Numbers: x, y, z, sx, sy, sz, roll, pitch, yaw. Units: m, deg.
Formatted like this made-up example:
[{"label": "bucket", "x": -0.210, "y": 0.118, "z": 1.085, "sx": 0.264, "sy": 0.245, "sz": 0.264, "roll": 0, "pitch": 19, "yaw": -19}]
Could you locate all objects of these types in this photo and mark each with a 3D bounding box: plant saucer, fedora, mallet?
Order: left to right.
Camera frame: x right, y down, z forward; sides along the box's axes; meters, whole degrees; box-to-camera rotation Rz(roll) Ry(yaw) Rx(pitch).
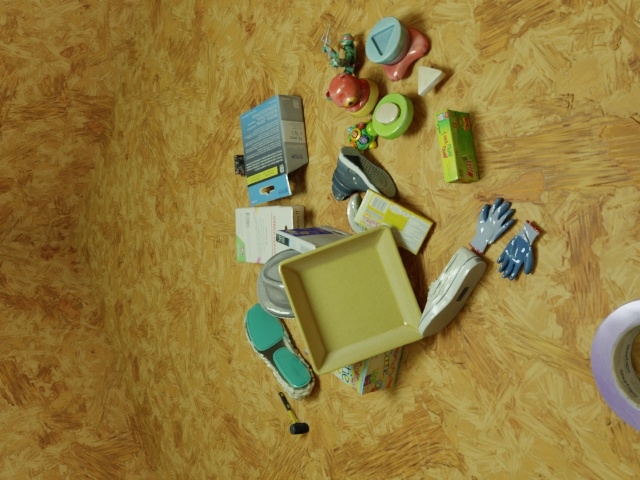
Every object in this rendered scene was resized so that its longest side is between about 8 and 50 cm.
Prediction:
[{"label": "mallet", "x": -0.116, "y": 0.623, "z": 2.122, "sx": 0.190, "sy": 0.062, "sz": 0.039, "roll": 46, "pitch": 124, "yaw": 39}, {"label": "fedora", "x": -0.088, "y": 0.113, "z": 1.838, "sx": 0.275, "sy": 0.124, "sz": 0.244, "roll": -1, "pitch": 65, "yaw": 14}, {"label": "plant saucer", "x": 0.088, "y": 0.164, "z": 1.651, "sx": 0.081, "sy": 0.332, "sz": 0.333, "roll": 87, "pitch": 163, "yaw": -86}]

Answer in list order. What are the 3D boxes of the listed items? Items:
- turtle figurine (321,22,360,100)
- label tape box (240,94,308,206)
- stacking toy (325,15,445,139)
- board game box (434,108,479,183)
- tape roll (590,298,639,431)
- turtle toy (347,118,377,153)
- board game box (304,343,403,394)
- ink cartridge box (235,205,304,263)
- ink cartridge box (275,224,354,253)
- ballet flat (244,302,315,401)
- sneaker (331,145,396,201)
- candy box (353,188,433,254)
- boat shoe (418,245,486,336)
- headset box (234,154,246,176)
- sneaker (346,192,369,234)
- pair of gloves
[{"label": "turtle figurine", "x": 0.062, "y": -0.548, "z": 1.815, "sx": 0.175, "sy": 0.118, "sz": 0.234, "roll": -99, "pitch": 9, "yaw": -67}, {"label": "label tape box", "x": -0.164, "y": -0.314, "z": 2.105, "sx": 0.249, "sy": 0.115, "sz": 0.348, "roll": -11, "pitch": 86, "yaw": 50}, {"label": "stacking toy", "x": 0.169, "y": -0.451, "z": 1.636, "sx": 0.309, "sy": 0.130, "sz": 0.280, "roll": -53, "pitch": 47, "yaw": 25}, {"label": "board game box", "x": 0.350, "y": -0.239, "z": 1.507, "sx": 0.043, "sy": 0.092, "sz": 0.182, "roll": -15, "pitch": 80, "yaw": 49}, {"label": "tape roll", "x": 0.680, "y": 0.243, "z": 1.140, "sx": 0.274, "sy": 0.090, "sz": 0.275, "roll": 4, "pitch": 95, "yaw": 50}, {"label": "turtle toy", "x": 0.132, "y": -0.323, "z": 1.781, "sx": 0.130, "sy": 0.066, "sz": 0.095, "roll": -17, "pitch": 79, "yaw": 37}, {"label": "board game box", "x": 0.097, "y": 0.331, "z": 1.794, "sx": 0.275, "sy": 0.142, "sz": 0.144, "roll": 26, "pitch": 111, "yaw": 47}, {"label": "ink cartridge box", "x": -0.162, "y": -0.021, "z": 2.106, "sx": 0.353, "sy": 0.119, "sz": 0.207, "roll": 2, "pitch": 94, "yaw": 50}, {"label": "ink cartridge box", "x": 0.000, "y": 0.000, "z": 1.848, "sx": 0.206, "sy": 0.208, "sz": 0.045, "roll": 21, "pitch": 113, "yaw": 48}, {"label": "ballet flat", "x": -0.158, "y": 0.413, "z": 2.121, "sx": 0.409, "sy": 0.147, "sz": 0.147, "roll": 53, "pitch": 129, "yaw": 35}, {"label": "sneaker", "x": 0.125, "y": -0.159, "z": 1.792, "sx": 0.226, "sy": 0.086, "sz": 0.163, "roll": 46, "pitch": 139, "yaw": 22}, {"label": "candy box", "x": 0.205, "y": -0.054, "z": 1.659, "sx": 0.205, "sy": 0.027, "sz": 0.105, "roll": 29, "pitch": 114, "yaw": 11}, {"label": "boat shoe", "x": 0.329, "y": 0.135, "z": 1.550, "sx": 0.088, "sy": 0.096, "sz": 0.268, "roll": 52, "pitch": 127, "yaw": 40}, {"label": "headset box", "x": -0.304, "y": -0.293, "z": 2.307, "sx": 0.032, "sy": 0.062, "sz": 0.083, "roll": -2, "pitch": 90, "yaw": 51}, {"label": "sneaker", "x": 0.152, "y": -0.040, "z": 1.743, "sx": 0.092, "sy": 0.088, "sz": 0.225, "roll": -20, "pitch": 102, "yaw": 35}, {"label": "pair of gloves", "x": 0.456, "y": -0.002, "z": 1.448, "sx": 0.198, "sy": 0.023, "sz": 0.159, "roll": 49, "pitch": 128, "yaw": 38}]
